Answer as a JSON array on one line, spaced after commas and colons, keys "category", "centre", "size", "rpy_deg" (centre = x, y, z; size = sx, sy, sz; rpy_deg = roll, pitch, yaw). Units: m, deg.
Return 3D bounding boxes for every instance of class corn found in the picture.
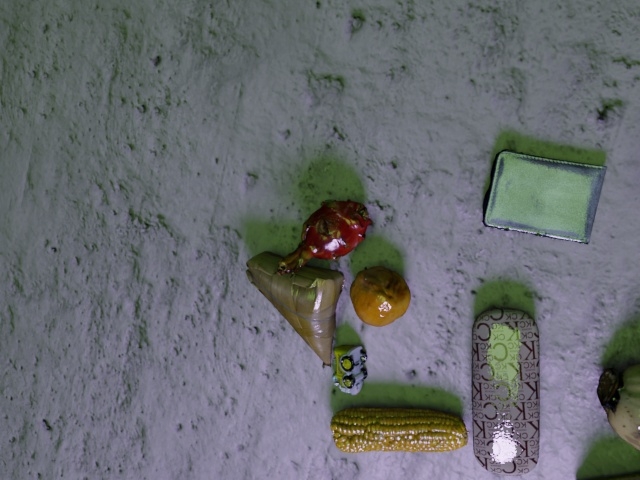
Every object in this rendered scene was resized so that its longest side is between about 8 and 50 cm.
[{"category": "corn", "centre": [0.171, 0.419, 1.248], "size": [0.312, 0.102, 0.102], "rpy_deg": [-7, 92, 14]}]

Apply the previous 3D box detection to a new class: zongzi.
[{"category": "zongzi", "centre": [-0.062, 0.159, 1.308], "size": [0.228, 0.115, 0.256], "rpy_deg": [16, 123, 27]}]

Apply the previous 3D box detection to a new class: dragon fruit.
[{"category": "dragon fruit", "centre": [0.000, 0.000, 1.223], "size": [0.246, 0.125, 0.125], "rpy_deg": [-41, 85, -19]}]

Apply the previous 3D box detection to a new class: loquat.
[{"category": "loquat", "centre": [0.128, 0.121, 1.234], "size": [0.137, 0.113, 0.137], "rpy_deg": [13, 111, 37]}]

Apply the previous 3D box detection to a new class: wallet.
[{"category": "wallet", "centre": [0.455, -0.092, 1.156], "size": [0.222, 0.036, 0.167], "rpy_deg": [11, 97, 14]}]

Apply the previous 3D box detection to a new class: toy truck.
[{"category": "toy truck", "centre": [0.060, 0.296, 1.286], "size": [0.077, 0.076, 0.111], "rpy_deg": [4, 98, 33]}]

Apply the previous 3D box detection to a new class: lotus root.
[{"category": "lotus root", "centre": [0.694, 0.341, 1.065], "size": [0.309, 0.173, 0.173], "rpy_deg": [23, 100, 6]}]

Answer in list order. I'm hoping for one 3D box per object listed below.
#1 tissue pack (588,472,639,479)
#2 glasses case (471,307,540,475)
[{"category": "tissue pack", "centre": [0.665, 0.567, 1.076], "size": [0.274, 0.167, 0.200], "rpy_deg": [-17, 90, 16]}, {"category": "glasses case", "centre": [0.388, 0.318, 1.180], "size": [0.137, 0.085, 0.355], "rpy_deg": [0, 94, 17]}]
